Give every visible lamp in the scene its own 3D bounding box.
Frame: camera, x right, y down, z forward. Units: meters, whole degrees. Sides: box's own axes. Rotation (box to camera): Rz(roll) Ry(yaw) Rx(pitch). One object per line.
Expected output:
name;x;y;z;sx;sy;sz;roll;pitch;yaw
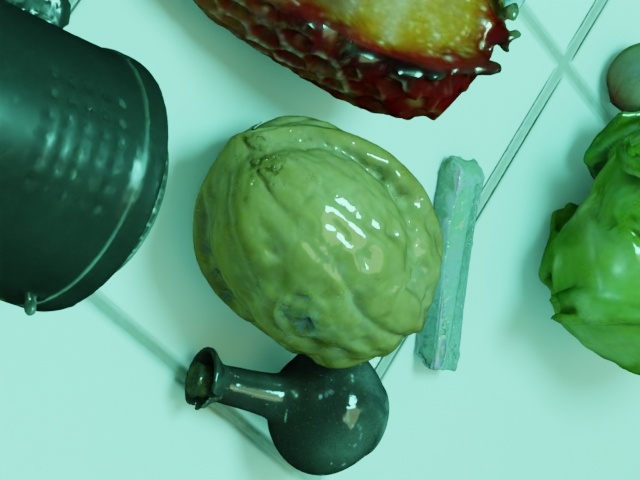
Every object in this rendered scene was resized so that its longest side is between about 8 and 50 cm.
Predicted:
lamp;-0.244;-0.059;1.205;0.272;0.205;0.374;45;59;-34

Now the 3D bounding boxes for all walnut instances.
walnut;0.000;0.000;1.445;0.198;0.198;0.245;-52;119;-21

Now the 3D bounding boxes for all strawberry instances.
strawberry;0.021;-0.201;1.451;0.280;0.150;0.253;-26;82;-29

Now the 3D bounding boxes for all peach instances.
peach;0.337;-0.165;1.785;0.083;0.083;0.083;-11;106;-40

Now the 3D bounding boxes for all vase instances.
vase;-0.032;0.139;1.510;0.183;0.120;0.120;16;89;-29

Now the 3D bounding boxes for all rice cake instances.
rice cake;0.126;0.023;1.668;0.043;0.034;0.211;1;98;-45

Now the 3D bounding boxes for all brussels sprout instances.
brussels sprout;0.345;0.002;1.728;0.259;0.227;0.294;-60;165;-1

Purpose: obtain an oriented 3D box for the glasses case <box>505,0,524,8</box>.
glasses case;0.126;-0.316;1.572;0.087;0.065;0.248;-30;115;-25
